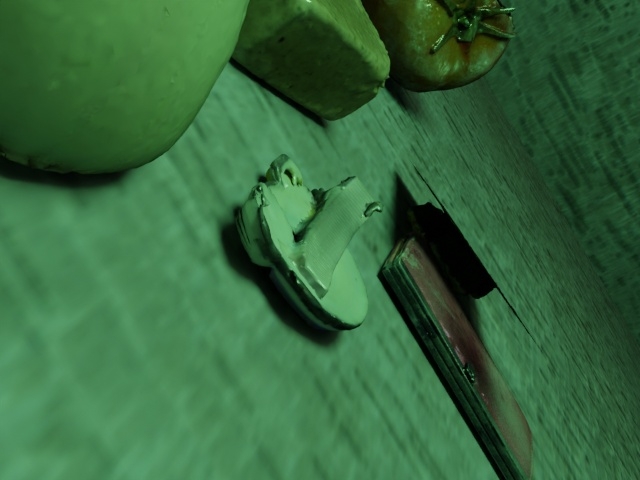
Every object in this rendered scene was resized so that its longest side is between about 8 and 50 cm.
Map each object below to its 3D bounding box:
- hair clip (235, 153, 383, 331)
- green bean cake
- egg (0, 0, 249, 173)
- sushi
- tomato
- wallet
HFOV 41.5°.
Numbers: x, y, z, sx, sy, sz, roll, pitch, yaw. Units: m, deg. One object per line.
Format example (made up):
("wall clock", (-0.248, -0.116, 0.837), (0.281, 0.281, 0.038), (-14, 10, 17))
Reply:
("hair clip", (0.000, 0.000, 0.553), (0.116, 0.049, 0.172), (52, 23, -11))
("green bean cake", (-0.016, -0.183, 0.710), (0.179, 0.085, 0.109), (22, 42, -59))
("egg", (-0.101, -0.173, 0.356), (0.286, 0.174, 0.264), (43, 29, -49))
("sushi", (0.135, 0.016, 0.858), (0.193, 0.040, 0.210), (54, 8, -16))
("tomato", (0.140, -0.281, 1.124), (0.214, 0.155, 0.181), (36, -4, -40))
("wallet", (0.128, 0.105, 0.761), (0.232, 0.025, 0.119), (59, 18, -6))
